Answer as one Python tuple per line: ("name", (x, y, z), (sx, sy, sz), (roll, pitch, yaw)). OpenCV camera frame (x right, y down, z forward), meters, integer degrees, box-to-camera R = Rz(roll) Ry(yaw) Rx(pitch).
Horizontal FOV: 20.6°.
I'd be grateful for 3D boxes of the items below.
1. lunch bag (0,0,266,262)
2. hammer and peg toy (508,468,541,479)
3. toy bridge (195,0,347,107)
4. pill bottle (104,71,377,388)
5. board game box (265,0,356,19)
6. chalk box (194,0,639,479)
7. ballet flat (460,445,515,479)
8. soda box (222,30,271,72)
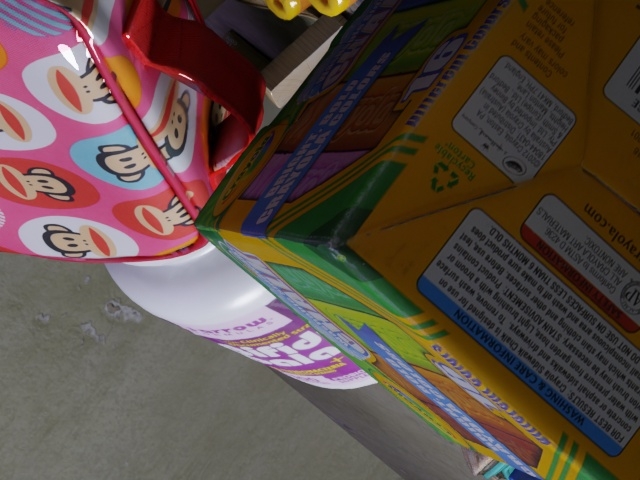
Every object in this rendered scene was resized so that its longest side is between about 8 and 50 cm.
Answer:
("lunch bag", (-0.155, -0.085, 0.863), (0.258, 0.120, 0.293), (5, 157, 11))
("hammer and peg toy", (0.228, 0.153, 1.240), (0.266, 0.127, 0.361), (35, 171, 25))
("toy bridge", (-0.009, -0.106, 1.023), (0.188, 0.063, 0.026), (45, 175, 24))
("pill bottle", (-0.041, -0.012, 1.143), (0.169, 0.169, 0.301), (31, 180, 33))
("board game box", (-0.017, -0.200, 0.389), (0.390, 0.050, 0.390), (54, 165, -23))
("chalk box", (0.074, -0.016, 0.800), (0.180, 0.179, 0.289), (40, 170, -14))
("ballet flat", (0.161, 0.166, 1.651), (0.106, 0.107, 0.316), (49, 173, 13))
("soda box", (-0.070, -0.098, 1.307), (0.058, 0.061, 0.181), (38, 171, -1))
